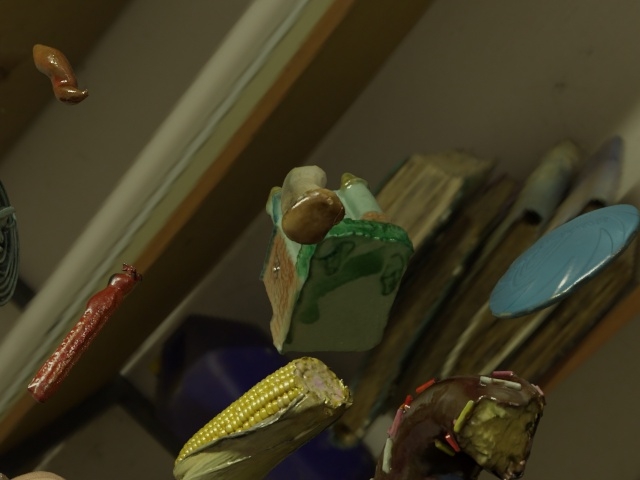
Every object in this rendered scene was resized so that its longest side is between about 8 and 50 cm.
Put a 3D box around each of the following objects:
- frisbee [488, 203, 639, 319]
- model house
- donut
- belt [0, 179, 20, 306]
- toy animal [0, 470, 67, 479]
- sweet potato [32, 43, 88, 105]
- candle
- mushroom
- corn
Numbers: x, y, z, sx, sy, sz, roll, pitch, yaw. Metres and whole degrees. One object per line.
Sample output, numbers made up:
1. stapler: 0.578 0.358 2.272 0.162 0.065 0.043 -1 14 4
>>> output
1. frisbee: 0.382 0.021 1.804 0.289 0.049 0.289 -36 9 7
2. model house: 0.000 0.000 1.994 0.194 0.325 0.267 1 -54 -24
3. donut: 0.161 0.329 1.477 0.259 0.136 0.345 0 71 63
4. belt: -0.503 -0.010 1.609 0.116 0.206 0.267 -11 27 2
5. toy animal: -0.508 0.514 2.010 0.256 0.213 0.195 154 121 -70
6. sweet potato: -0.461 -0.296 1.953 0.055 0.202 0.058 -39 -38 0
7. candle: -0.420 0.160 1.993 0.048 0.051 0.329 91 -157 -44
8. mushroom: -0.016 -0.061 1.517 0.084 0.071 0.209 -42 18 12
9. corn: -0.087 0.284 1.640 0.305 0.123 0.122 -40 21 26
